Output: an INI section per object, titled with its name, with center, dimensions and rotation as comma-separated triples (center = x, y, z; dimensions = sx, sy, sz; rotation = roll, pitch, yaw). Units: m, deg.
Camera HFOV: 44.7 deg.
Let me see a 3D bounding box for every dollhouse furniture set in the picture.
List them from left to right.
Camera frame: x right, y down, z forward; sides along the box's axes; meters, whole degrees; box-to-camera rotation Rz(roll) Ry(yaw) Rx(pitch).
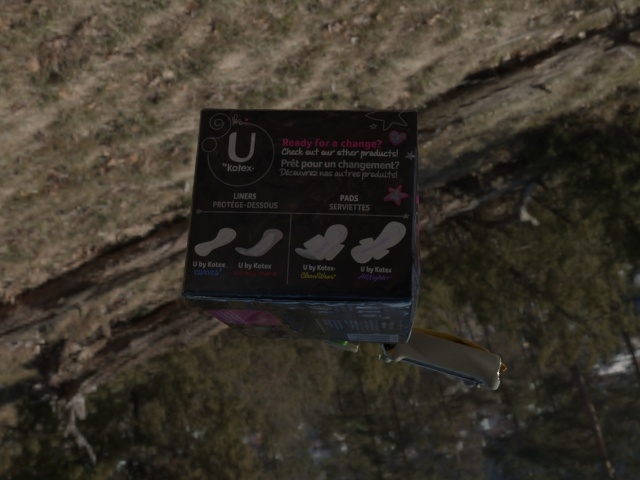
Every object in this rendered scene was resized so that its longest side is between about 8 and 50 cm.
[dollhouse furniture set]
center = 0.112, 0.095, 1.092
dimensions = 0.301, 0.151, 0.197
rotation = 16, 171, 3

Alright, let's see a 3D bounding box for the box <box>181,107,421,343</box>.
[box]
center = 0.000, 0.000, 0.640
dimensions = 0.163, 0.142, 0.247
rotation = 1, 167, 6
